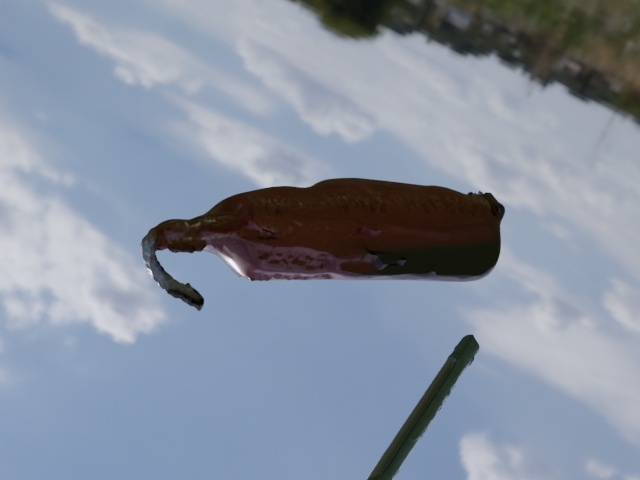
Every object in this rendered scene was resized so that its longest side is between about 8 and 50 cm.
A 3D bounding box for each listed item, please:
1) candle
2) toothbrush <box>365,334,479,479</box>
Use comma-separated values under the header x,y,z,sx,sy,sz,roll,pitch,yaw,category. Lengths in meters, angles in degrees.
x,y,z,sx,sy,sz,roll,pitch,yaw,category
0.000,0.000,0.666,0.162,0.048,0.053,-1,-126,-27,candle
0.019,0.087,0.540,0.014,0.011,0.167,41,-132,-3,toothbrush
